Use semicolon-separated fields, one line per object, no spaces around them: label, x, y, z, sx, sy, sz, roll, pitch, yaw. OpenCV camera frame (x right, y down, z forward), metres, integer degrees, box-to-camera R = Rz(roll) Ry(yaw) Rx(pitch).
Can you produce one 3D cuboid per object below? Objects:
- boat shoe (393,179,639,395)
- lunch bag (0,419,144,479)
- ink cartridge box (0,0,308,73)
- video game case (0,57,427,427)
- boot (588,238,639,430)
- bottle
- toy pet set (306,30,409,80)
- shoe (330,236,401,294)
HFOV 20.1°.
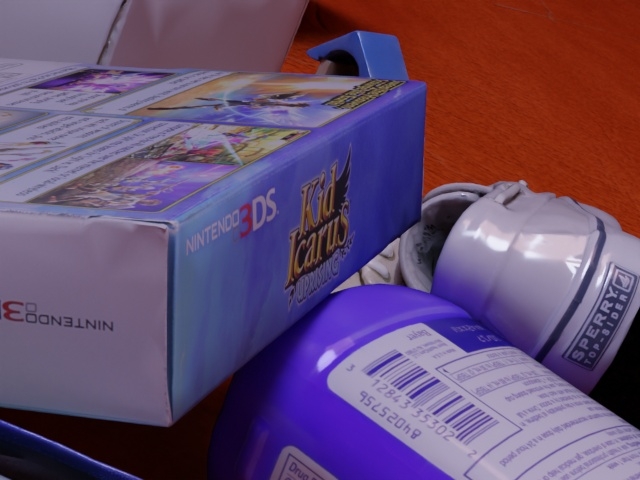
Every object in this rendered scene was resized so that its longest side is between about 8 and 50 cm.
boat shoe;0.074;0.009;0.762;0.084;0.095;0.258;27;-5;-1
lunch bag;-0.103;0.083;0.435;0.128;0.096;0.151;23;4;6
ink cartridge box;-0.176;-0.137;0.906;0.289;0.121;0.211;29;19;16
video game case;-0.113;-0.015;0.610;0.244;0.061;0.269;4;13;17
boot;0.236;0.121;0.668;0.348;0.131;0.260;62;-11;10
bottle;0.096;0.118;0.565;0.283;0.092;0.118;34;25;28
toy pet set;0.008;-0.097;1.108;0.122;0.065;0.114;36;22;32
shoe;0.000;0.000;0.835;0.076;0.058;0.219;21;18;-8
